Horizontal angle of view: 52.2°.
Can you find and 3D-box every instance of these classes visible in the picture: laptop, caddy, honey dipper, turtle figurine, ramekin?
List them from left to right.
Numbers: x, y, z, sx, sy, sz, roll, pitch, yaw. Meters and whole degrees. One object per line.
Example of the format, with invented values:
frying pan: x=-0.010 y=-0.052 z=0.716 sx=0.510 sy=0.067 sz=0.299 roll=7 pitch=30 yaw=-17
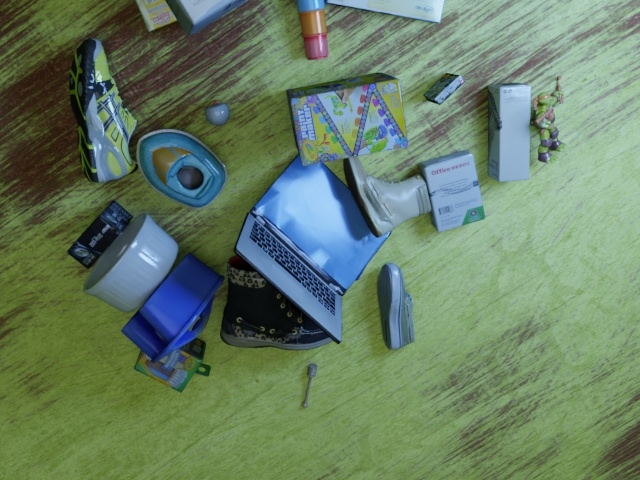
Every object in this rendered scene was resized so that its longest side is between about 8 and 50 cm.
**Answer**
ramekin: x=-0.528 y=0.069 z=1.847 sx=0.135 sy=0.277 sz=0.277 roll=41 pitch=99 yaw=-23
caddy: x=-0.402 y=0.199 z=1.866 sx=0.179 sy=0.341 sz=0.241 roll=41 pitch=125 yaw=-8
honey dipper: x=-0.040 y=0.479 z=2.140 sx=0.030 sy=0.030 sz=0.161 roll=10 pitch=108 yaw=-8
laptop: x=0.000 y=0.000 z=1.819 sx=0.382 sy=0.408 sz=0.236 roll=43 pitch=108 yaw=-15
turtle figurine: x=0.648 y=-0.336 z=1.885 sx=0.087 sy=0.269 sz=0.217 roll=1 pitch=127 yaw=31

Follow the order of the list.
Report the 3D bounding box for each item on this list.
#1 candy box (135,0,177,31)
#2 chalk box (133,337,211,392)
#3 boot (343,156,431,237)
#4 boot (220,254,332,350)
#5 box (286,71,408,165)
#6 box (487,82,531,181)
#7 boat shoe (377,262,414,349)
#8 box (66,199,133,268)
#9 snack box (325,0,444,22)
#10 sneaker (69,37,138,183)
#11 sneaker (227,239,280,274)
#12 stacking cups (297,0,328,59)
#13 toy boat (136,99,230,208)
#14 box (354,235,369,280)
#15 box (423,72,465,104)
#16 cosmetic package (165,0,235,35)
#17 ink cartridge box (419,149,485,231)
candy box: x=-0.388 y=-0.649 z=1.761 sx=0.206 sy=0.027 sz=0.105 roll=-20 pitch=109 yaw=0
chalk box: x=-0.440 y=0.365 z=2.013 sx=0.213 sy=0.132 sz=0.132 roll=32 pitch=102 yaw=-12
boot: x=0.197 y=-0.165 z=1.931 sx=0.203 sy=0.095 sz=0.262 roll=-25 pitch=88 yaw=-10
boot: x=-0.112 y=0.178 z=1.955 sx=0.377 sy=0.138 sz=0.284 roll=1 pitch=120 yaw=-5
box: x=0.062 y=-0.336 z=1.763 sx=0.279 sy=0.290 sz=0.177 roll=-10 pitch=108 yaw=-1
box: x=0.549 y=-0.317 z=1.909 sx=0.094 sy=0.113 sz=0.275 roll=-5 pitch=106 yaw=-3
boat shoe: x=0.242 y=0.202 z=2.055 sx=0.094 sy=0.109 sz=0.302 roll=-13 pitch=118 yaw=-17
box: x=-0.621 y=-0.019 z=1.852 sx=0.077 sy=0.180 sz=0.147 roll=43 pitch=99 yaw=-16
snack box: x=0.187 y=-0.715 z=1.778 sx=0.322 sy=0.060 sz=0.187 roll=8 pitch=106 yaw=-8
sneaker: x=-0.593 y=-0.355 z=1.797 sx=0.147 sy=0.145 sz=0.385 roll=-11 pitch=108 yaw=-33
sneaker: x=-0.185 y=0.067 z=1.980 sx=0.192 sy=0.064 sz=0.086 roll=-43 pitch=105 yaw=7
stacking cups: x=-0.031 y=-0.650 z=1.759 sx=0.096 sy=0.096 sz=0.316 roll=-8 pitch=107 yaw=-3
toy boat: x=-0.356 y=-0.254 z=1.816 sx=0.267 sy=0.148 sz=0.318 roll=30 pitch=100 yaw=-20
box: x=0.052 y=0.028 z=2.007 sx=0.225 sy=0.036 sz=0.136 roll=26 pitch=103 yaw=-14
box: x=0.346 y=-0.428 z=1.841 sx=0.094 sy=0.137 sz=0.027 roll=-43 pitch=106 yaw=9
cosmetic package: x=-0.284 y=-0.758 z=1.563 sx=0.329 sy=0.327 sz=0.394 roll=-32 pitch=108 yaw=-4
ink cartridge box: x=0.393 y=-0.150 z=1.957 sx=0.153 sy=0.087 sz=0.208 roll=-15 pitch=109 yaw=0
